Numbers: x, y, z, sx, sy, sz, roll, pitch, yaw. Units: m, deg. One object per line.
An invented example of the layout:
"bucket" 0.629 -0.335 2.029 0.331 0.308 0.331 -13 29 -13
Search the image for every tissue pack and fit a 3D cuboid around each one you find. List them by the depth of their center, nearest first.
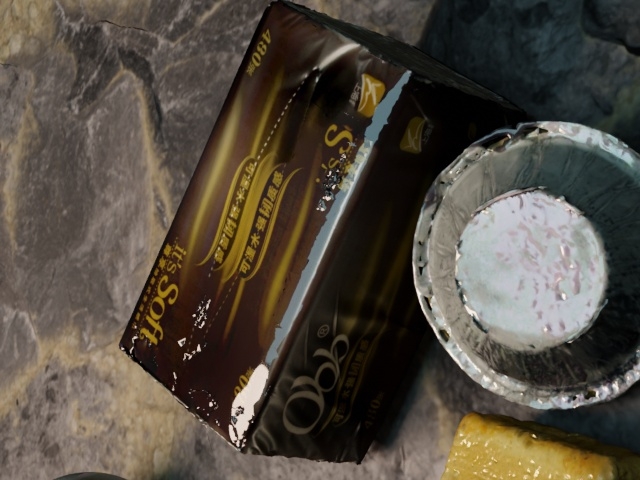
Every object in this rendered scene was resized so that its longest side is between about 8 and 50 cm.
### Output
"tissue pack" 0.000 0.000 1.336 0.210 0.198 0.370 33 105 39

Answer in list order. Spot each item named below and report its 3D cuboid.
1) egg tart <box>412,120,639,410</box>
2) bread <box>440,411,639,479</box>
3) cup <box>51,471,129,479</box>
"egg tart" 0.178 0.022 1.184 0.234 0.094 0.234 2 95 23
"bread" 0.176 0.200 1.165 0.211 0.083 0.114 12 80 62
"cup" -0.270 0.395 1.513 0.312 0.205 0.205 -57 48 19
